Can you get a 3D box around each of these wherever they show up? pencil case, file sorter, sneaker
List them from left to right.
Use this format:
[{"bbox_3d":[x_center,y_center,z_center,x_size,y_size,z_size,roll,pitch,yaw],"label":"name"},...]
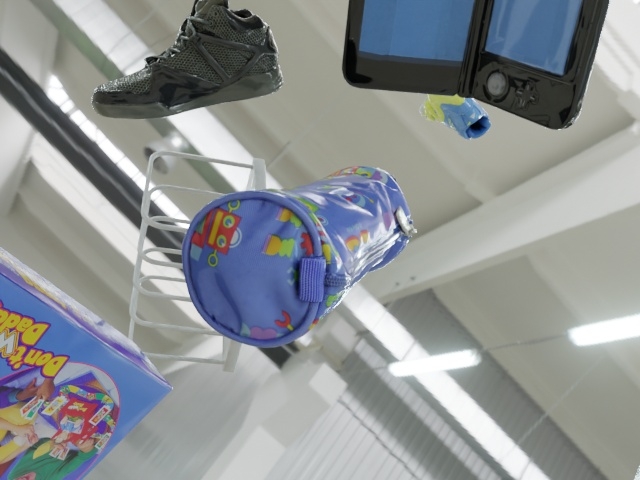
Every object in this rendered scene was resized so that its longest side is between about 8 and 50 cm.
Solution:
[{"bbox_3d":[-0.160,-0.217,0.812,0.087,0.227,0.130,-124,-158,-56],"label":"sneaker"},{"bbox_3d":[-0.190,0.031,1.064,0.173,0.193,0.278,8,-51,-13],"label":"file sorter"},{"bbox_3d":[0.000,0.000,0.644,0.133,0.306,0.119,4,-79,19],"label":"pencil case"},{"bbox_3d":[0.257,-0.236,1.338,0.126,0.091,0.240,53,10,5],"label":"sneaker"}]

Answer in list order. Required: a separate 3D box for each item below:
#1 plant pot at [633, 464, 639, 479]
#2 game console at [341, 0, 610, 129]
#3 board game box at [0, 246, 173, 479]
[{"bbox_3d":[0.489,0.296,0.870,0.165,0.166,0.234,34,-39,15],"label":"plant pot"},{"bbox_3d":[0.174,-0.289,0.793,0.250,0.173,0.293,38,-48,46],"label":"game console"},{"bbox_3d":[-0.297,0.122,0.542,0.078,0.233,0.347,38,-12,33],"label":"board game box"}]
